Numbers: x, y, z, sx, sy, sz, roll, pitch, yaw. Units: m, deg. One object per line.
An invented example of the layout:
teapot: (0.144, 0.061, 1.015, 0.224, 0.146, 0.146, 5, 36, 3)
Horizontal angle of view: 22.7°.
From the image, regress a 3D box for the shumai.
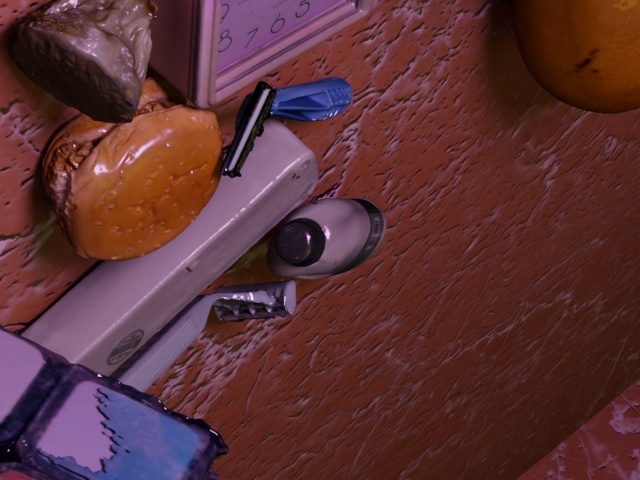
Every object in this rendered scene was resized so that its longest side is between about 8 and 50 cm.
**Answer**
shumai: (-0.153, -0.141, 1.091, 0.087, 0.099, 0.124, -63, -175, -16)

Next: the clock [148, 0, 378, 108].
clock: (-0.039, -0.203, 1.194, 0.192, 0.071, 0.147, -33, 153, -28)

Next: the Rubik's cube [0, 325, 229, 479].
Rubik's cube: (-0.313, 0.252, 0.979, 0.359, 0.363, 0.362, -66, -178, -56)

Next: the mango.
mango: (0.273, -0.255, 1.529, 0.211, 0.173, 0.317, -39, 144, -4)

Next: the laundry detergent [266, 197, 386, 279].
laundry detergent: (0.000, 0.000, 1.518, 0.099, 0.070, 0.225, -28, 176, 12)

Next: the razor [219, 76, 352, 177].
razor: (-0.025, -0.113, 1.337, 0.082, 0.042, 0.253, -66, 166, 19)

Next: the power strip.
power strip: (-0.159, 0.044, 1.392, 0.385, 0.062, 0.091, -42, 163, -10)

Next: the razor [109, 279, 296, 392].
razor: (-0.147, 0.109, 1.457, 0.111, 0.056, 0.278, -7, -157, 48)

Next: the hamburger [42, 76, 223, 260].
hamburger: (-0.144, -0.052, 1.245, 0.147, 0.083, 0.138, -32, 153, -23)
